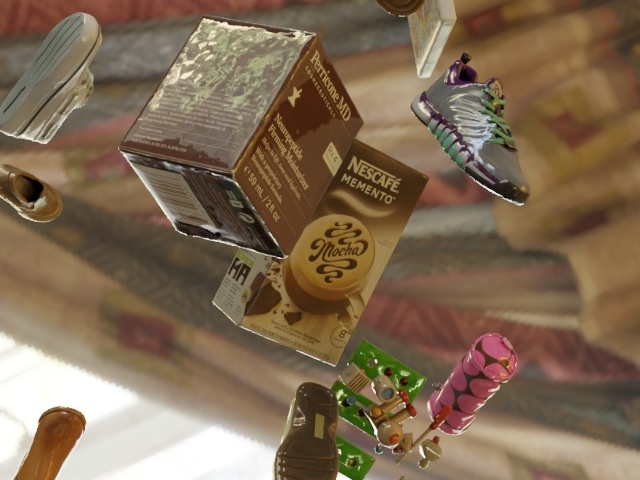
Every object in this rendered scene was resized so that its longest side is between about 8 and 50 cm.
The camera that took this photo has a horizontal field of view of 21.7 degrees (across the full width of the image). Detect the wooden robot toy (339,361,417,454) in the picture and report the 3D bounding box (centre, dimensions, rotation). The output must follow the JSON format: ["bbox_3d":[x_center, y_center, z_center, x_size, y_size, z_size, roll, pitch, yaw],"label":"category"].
[{"bbox_3d":[0.094,0.241,2.262,0.173,0.076,0.079,61,-3,-28],"label":"wooden robot toy"}]

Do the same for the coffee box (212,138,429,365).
[{"bbox_3d":[0.000,0.000,2.327,0.168,0.297,0.119,24,4,-27],"label":"coffee box"}]

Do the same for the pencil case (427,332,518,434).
[{"bbox_3d":[0.245,0.226,2.680,0.095,0.098,0.209,53,-33,14],"label":"pencil case"}]

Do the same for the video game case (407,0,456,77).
[{"bbox_3d":[0.161,-0.396,2.585,0.206,0.026,0.227,111,-28,-70],"label":"video game case"}]

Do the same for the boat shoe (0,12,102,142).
[{"bbox_3d":[-0.314,-0.197,2.046,0.226,0.076,0.083,-37,-138,44],"label":"boat shoe"}]

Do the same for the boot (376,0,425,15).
[{"bbox_3d":[0.111,-0.444,2.222,0.220,0.109,0.283,-29,103,-69],"label":"boot"}]

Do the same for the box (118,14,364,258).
[{"bbox_3d":[-0.087,-0.119,1.900,0.167,0.203,0.168,14,-28,33],"label":"box"}]

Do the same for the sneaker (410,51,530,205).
[{"bbox_3d":[0.187,-0.133,1.920,0.083,0.098,0.224,24,20,-43],"label":"sneaker"}]

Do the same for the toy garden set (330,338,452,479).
[{"bbox_3d":[0.078,0.293,2.381,0.204,0.244,0.049,32,1,-9],"label":"toy garden set"}]

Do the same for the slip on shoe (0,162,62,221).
[{"bbox_3d":[-0.357,-0.058,2.070,0.041,0.051,0.135,8,-19,31],"label":"slip on shoe"}]

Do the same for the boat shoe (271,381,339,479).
[{"bbox_3d":[-0.018,0.232,1.744,0.190,0.068,0.072,-72,-173,-57],"label":"boat shoe"}]

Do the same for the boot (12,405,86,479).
[{"bbox_3d":[-0.406,0.346,2.456,0.152,0.073,0.197,-82,-161,-47],"label":"boot"}]
